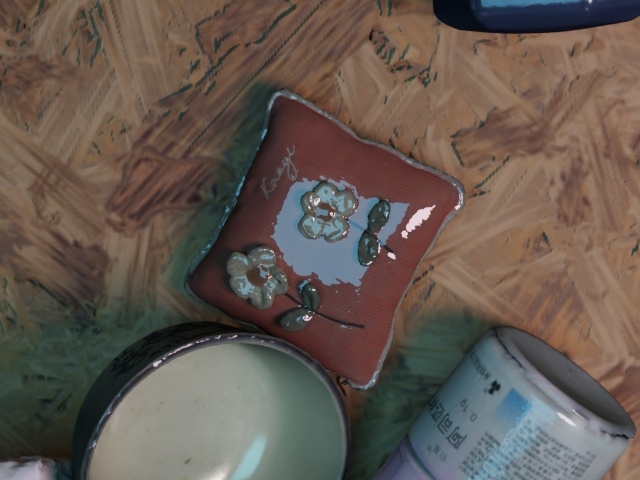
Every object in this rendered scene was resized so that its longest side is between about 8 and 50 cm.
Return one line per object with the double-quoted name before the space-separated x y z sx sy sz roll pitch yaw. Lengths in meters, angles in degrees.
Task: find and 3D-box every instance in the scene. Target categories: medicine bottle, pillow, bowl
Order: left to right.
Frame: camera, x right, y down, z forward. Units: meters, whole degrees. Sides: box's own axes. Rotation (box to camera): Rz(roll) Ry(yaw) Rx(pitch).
"bowl" -0.095 0.149 1.243 0.211 0.112 0.211 -10 112 -25
"pillow" 0.000 0.000 1.246 0.171 0.075 0.179 28 100 10
"medicine bottle" 0.126 0.162 1.205 0.135 0.135 0.168 37 103 7

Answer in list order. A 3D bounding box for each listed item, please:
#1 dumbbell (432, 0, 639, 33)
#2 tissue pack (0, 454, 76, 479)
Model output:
"dumbbell" 0.147 -0.301 1.145 0.143 0.156 0.316 -5 96 -16
"tissue pack" -0.343 0.303 1.279 0.356 0.194 0.266 -4 77 14
